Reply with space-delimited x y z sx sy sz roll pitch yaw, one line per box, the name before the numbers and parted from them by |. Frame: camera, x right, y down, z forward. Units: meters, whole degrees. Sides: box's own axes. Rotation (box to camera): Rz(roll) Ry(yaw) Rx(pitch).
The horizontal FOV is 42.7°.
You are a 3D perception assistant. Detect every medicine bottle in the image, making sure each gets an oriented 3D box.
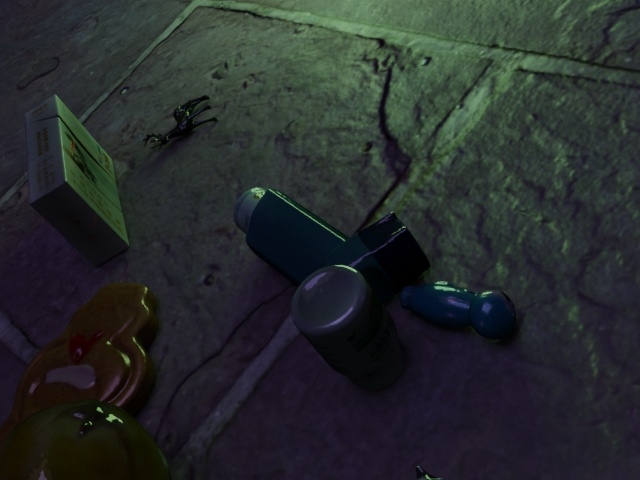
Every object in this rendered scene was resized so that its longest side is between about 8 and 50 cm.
medicine bottle | 0.000 0.000 0.947 0.124 0.079 0.258 -49 44 -9
medicine bottle | 0.033 0.090 0.811 0.080 0.130 0.080 -18 46 19

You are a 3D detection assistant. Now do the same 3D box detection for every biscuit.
biscuit | -0.300 0.192 0.989 0.201 0.047 0.334 0 53 32

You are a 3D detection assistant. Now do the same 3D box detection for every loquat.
loquat | -0.232 0.266 0.788 0.179 0.179 0.228 -20 59 16

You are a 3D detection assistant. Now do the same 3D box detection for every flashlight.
flashlight | 0.136 0.069 0.827 0.129 0.051 0.051 7 57 40

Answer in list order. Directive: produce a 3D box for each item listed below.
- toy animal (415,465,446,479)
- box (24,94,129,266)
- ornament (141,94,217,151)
toy animal | 0.066 0.310 0.523 0.250 0.251 0.310 -32 50 3
box | -0.359 -0.090 1.196 0.067 0.149 0.233 -28 44 3
ornament | -0.224 -0.182 1.282 0.125 0.028 0.073 -30 44 3
